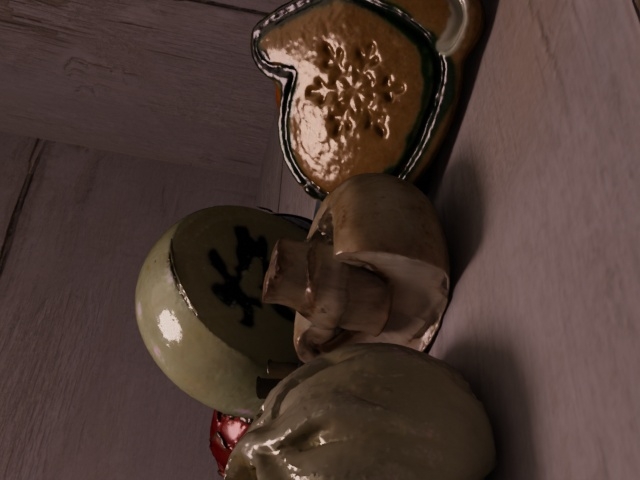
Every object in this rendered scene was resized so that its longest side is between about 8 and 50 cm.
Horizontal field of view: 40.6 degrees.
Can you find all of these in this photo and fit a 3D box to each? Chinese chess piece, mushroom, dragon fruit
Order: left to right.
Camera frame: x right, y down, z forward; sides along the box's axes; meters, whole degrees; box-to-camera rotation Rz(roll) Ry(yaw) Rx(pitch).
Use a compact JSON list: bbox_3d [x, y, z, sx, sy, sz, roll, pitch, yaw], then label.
[{"bbox_3d":[-0.106,0.100,1.324,0.146,0.349,0.349,-53,23,35],"label":"Chinese chess piece"},{"bbox_3d":[-0.125,0.370,1.723,0.192,0.193,0.274,-21,-55,-69],"label":"dragon fruit"},{"bbox_3d":[0.036,0.024,0.994,0.189,0.195,0.253,-86,12,-47],"label":"mushroom"}]

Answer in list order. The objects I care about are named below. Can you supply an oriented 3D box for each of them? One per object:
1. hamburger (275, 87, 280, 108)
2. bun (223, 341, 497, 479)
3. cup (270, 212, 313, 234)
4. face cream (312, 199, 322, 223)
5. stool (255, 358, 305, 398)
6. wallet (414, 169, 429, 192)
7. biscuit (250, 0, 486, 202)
[{"bbox_3d":[0.049,-0.240,1.210,0.246,0.170,0.246,12,-90,-74],"label":"hamburger"},{"bbox_3d":[0.011,0.262,0.811,0.365,0.219,0.365,-167,90,-84],"label":"bun"},{"bbox_3d":[-0.102,0.076,1.629,0.255,0.178,0.256,31,123,42],"label":"cup"},{"bbox_3d":[0.042,-0.130,1.506,0.077,0.077,0.250,-168,90,-81],"label":"face cream"},{"bbox_3d":[-0.002,0.191,1.127,0.153,0.139,0.228,76,-169,-53],"label":"stool"},{"bbox_3d":[0.122,-0.112,1.139,0.146,0.030,0.285,-111,31,-68],"label":"wallet"},{"bbox_3d":[0.034,-0.203,1.048,0.057,0.287,0.343,-31,-31,-53],"label":"biscuit"}]
